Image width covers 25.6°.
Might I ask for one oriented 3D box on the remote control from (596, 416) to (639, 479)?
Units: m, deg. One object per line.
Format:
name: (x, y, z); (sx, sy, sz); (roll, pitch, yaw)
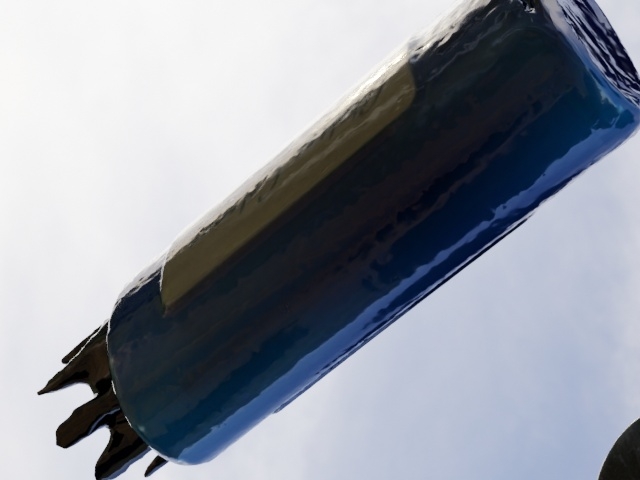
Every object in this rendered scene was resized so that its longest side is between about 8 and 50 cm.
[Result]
remote control: (0.157, 0.180, 0.497); (0.090, 0.066, 0.266); (-30, -139, 30)

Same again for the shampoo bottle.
shampoo bottle: (0.000, 0.000, 0.374); (0.183, 0.050, 0.087); (-39, -159, 21)
